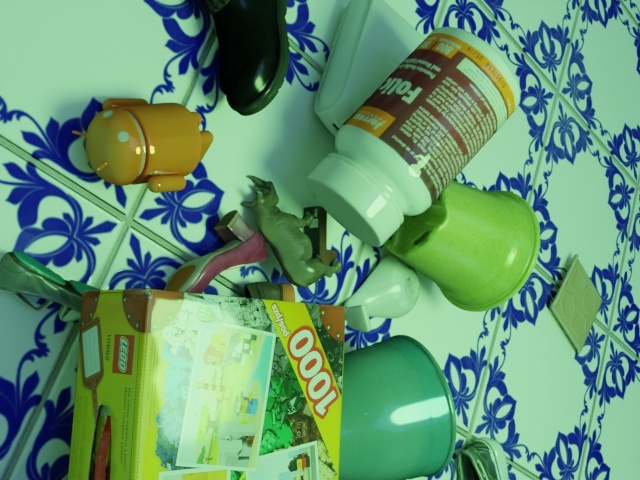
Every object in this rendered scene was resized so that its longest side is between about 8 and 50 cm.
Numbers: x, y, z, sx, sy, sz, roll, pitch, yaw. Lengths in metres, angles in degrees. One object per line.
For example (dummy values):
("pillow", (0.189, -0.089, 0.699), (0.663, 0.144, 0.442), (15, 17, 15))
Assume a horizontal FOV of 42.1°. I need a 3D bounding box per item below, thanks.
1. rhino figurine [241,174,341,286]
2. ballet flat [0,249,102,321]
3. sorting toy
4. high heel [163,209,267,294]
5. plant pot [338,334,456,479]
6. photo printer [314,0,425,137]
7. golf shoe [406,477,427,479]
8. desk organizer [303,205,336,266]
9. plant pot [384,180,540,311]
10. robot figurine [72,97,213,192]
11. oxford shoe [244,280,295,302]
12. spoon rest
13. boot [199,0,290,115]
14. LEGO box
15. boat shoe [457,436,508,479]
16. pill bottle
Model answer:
("rhino figurine", (-0.066, -0.020, 1.542), (0.106, 0.073, 0.243), (-30, 87, -46))
("ballet flat", (-0.394, 0.085, 1.259), (0.213, 0.072, 0.068), (32, 92, -35))
("sorting toy", (0.695, 0.172, 2.272), (0.208, 0.038, 0.193), (56, 53, -29))
("high heel", (-0.180, 0.066, 1.447), (0.117, 0.082, 0.244), (55, 46, -27))
("plant pot", (0.066, 0.331, 1.533), (0.255, 0.272, 0.271), (-8, 91, -28))
("photo printer", (0.119, -0.317, 1.736), (0.256, 0.107, 0.307), (33, 64, -35))
("golf shoe", (0.214, 0.554, 1.744), (0.077, 0.094, 0.198), (12, 76, -40))
("desk organizer", (0.000, 0.000, 1.635), (0.050, 0.047, 0.130), (6, 81, -45))
("plant pot", (0.268, -0.017, 1.732), (0.254, 0.276, 0.276), (23, 70, -38))
("robot figurine", (-0.279, -0.154, 1.335), (0.219, 0.128, 0.158), (-14, 102, -43))
("oxford shoe", (-0.112, 0.208, 1.496), (0.098, 0.097, 0.271), (9, 77, -18))
("spoon rest", (0.126, 0.115, 1.731), (0.276, 0.084, 0.137), (-27, 106, -55))
("boot", (-0.184, -0.412, 1.445), (0.260, 0.131, 0.348), (24, 59, -46))
("LEGO box", (-0.166, 0.334, 1.248), (0.372, 0.193, 0.500), (8, 81, -42))
("boat shoe", (0.371, 0.621, 1.883), (0.119, 0.121, 0.335), (-7, 79, -35))
("pill bottle", (0.170, -0.191, 1.562), (0.392, 0.224, 0.224), (-47, 119, -11))
